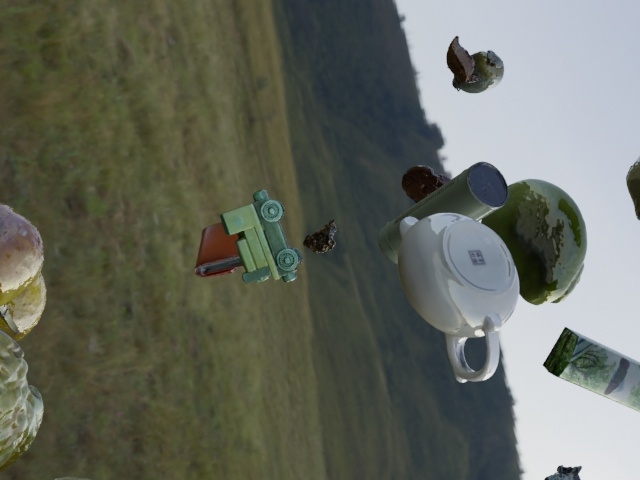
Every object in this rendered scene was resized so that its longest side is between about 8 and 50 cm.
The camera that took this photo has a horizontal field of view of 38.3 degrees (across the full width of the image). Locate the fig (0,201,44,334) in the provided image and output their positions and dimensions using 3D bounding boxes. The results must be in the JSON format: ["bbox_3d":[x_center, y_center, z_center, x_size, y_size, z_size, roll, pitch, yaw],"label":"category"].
[{"bbox_3d":[-0.498,0.058,1.418,0.257,0.159,0.159,92,-15,-45],"label":"fig"}]

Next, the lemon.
[{"bbox_3d":[-0.645,0.114,1.817,0.188,0.257,0.188,41,30,-30],"label":"lemon"}]

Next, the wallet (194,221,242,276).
[{"bbox_3d":[-0.214,0.014,2.131,0.204,0.142,0.045,-94,169,-65],"label":"wallet"}]

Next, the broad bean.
[{"bbox_3d":[0.479,0.006,2.071,0.119,0.238,0.291,-34,112,-74],"label":"broad bean"}]

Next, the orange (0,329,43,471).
[{"bbox_3d":[-0.585,0.263,1.426,0.210,0.271,0.368,-87,174,-45],"label":"orange"}]

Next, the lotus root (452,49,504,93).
[{"bbox_3d":[0.334,-0.356,1.982,0.165,0.088,0.088,-20,-96,65],"label":"lotus root"}]

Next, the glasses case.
[{"bbox_3d":[0.574,0.265,1.845,0.095,0.272,0.062,-62,-150,8],"label":"glasses case"}]

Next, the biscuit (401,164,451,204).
[{"bbox_3d":[0.300,-0.124,2.466,0.192,0.049,0.192,32,-26,18],"label":"biscuit"}]

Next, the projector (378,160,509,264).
[{"bbox_3d":[0.256,-0.052,1.967,0.337,0.108,0.108,-37,-116,52],"label":"projector"}]

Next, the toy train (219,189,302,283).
[{"bbox_3d":[-0.073,0.000,1.154,0.050,0.081,0.122,-157,-132,-81],"label":"toy train"}]

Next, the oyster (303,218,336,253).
[{"bbox_3d":[-0.001,0.000,2.150,0.132,0.029,0.086,-48,-146,40],"label":"oyster"}]

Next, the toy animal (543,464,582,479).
[{"bbox_3d":[0.434,0.460,1.432,0.176,0.217,0.073,-60,162,-25],"label":"toy animal"}]

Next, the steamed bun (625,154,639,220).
[{"bbox_3d":[0.769,-0.076,1.842,0.320,0.275,0.206,4,-114,64],"label":"steamed bun"}]

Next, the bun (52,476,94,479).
[{"bbox_3d":[-0.460,0.532,1.514,0.213,0.361,0.361,51,0,-13],"label":"bun"}]

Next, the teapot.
[{"bbox_3d":[0.216,0.076,1.466,0.166,0.208,0.299,-26,-114,43],"label":"teapot"}]

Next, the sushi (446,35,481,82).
[{"bbox_3d":[0.280,-0.356,1.830,0.099,0.047,0.050,63,-21,-10],"label":"sushi"}]
